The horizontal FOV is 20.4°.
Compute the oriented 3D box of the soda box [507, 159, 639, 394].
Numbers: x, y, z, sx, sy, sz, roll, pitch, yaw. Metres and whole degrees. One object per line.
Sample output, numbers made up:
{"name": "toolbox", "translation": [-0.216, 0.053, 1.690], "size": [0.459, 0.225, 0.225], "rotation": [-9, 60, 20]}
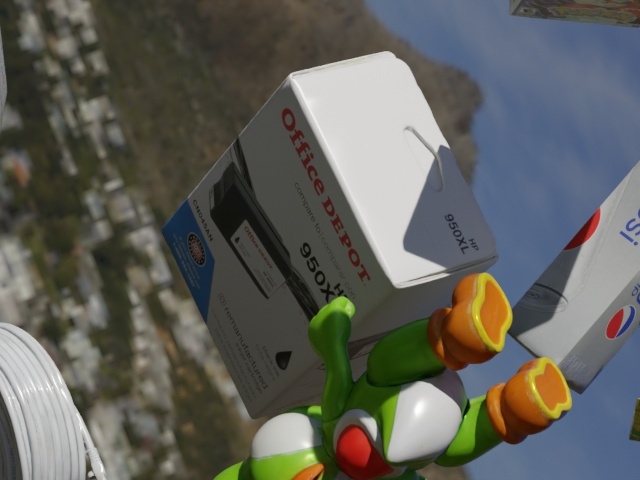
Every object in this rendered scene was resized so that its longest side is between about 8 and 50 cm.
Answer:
{"name": "soda box", "translation": [0.341, 0.029, 2.028], "size": [0.098, 0.286, 0.091], "rotation": [42, 2, 37]}

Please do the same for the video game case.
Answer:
{"name": "video game case", "translation": [0.310, -0.255, 1.839], "size": [0.183, 0.201, 0.023], "rotation": [118, -23, -80]}

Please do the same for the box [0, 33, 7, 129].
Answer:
{"name": "box", "translation": [-0.509, -0.178, 2.095], "size": [0.231, 0.262, 0.127], "rotation": [-101, -172, -63]}

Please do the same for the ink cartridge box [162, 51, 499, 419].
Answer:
{"name": "ink cartridge box", "translation": [0.000, 0.000, 2.138], "size": [0.395, 0.166, 0.285], "rotation": [-46, -114, 51]}

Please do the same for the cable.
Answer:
{"name": "cable", "translation": [-0.354, 0.220, 1.933], "size": [0.257, 0.089, 0.257], "rotation": [-37, -108, 45]}

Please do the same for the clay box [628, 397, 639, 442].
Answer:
{"name": "clay box", "translation": [0.416, 0.206, 1.850], "size": [0.222, 0.127, 0.053], "rotation": [167, -63, -83]}

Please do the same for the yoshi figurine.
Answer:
{"name": "yoshi figurine", "translation": [0.052, 0.174, 1.705], "size": [0.203, 0.362, 0.203], "rotation": [31, 35, -48]}
